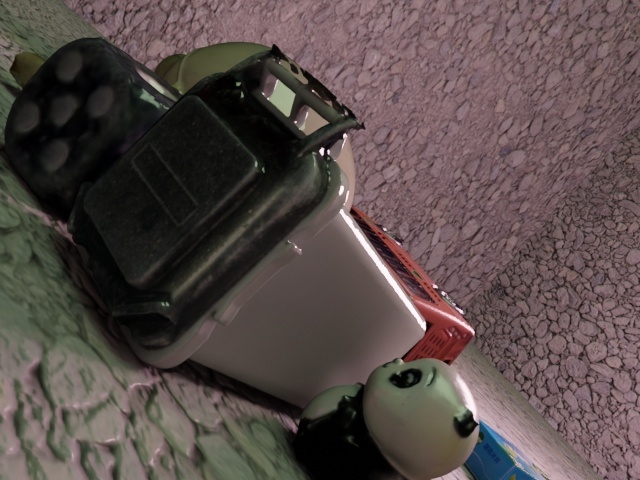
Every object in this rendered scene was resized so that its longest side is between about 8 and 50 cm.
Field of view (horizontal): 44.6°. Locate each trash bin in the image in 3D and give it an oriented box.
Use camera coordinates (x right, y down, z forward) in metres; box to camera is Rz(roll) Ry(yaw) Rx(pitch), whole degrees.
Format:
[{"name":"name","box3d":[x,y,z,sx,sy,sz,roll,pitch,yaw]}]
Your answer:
[{"name":"trash bin","box3d":[-0.040,0.017,0.850,0.256,0.296,0.368,45,0,43]}]

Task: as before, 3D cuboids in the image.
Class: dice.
[{"name":"dice","box3d":[-0.246,-0.118,0.934,0.181,0.183,0.182,47,8,33]}]

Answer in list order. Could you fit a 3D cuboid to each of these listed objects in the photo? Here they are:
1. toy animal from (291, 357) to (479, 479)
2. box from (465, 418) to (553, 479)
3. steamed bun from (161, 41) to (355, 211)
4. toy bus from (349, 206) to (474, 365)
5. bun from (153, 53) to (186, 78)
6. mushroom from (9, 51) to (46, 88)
[{"name":"toy animal","box3d":[0.075,0.192,0.819,0.138,0.179,0.166,56,13,1]},{"name":"box","box3d":[0.340,0.416,1.381,0.194,0.073,0.139,39,6,-30]},{"name":"steamed bun","box3d":[-0.110,-0.131,1.244,0.373,0.334,0.334,57,3,-10]},{"name":"toy bus","box3d":[0.074,0.091,1.451,0.233,0.203,0.427,31,13,-37]},{"name":"bun","box3d":[-0.242,-0.240,1.724,0.365,0.219,0.365,39,2,-1]},{"name":"mushroom","box3d":[-0.357,-0.199,1.302,0.351,0.097,0.109,32,6,-41]}]
